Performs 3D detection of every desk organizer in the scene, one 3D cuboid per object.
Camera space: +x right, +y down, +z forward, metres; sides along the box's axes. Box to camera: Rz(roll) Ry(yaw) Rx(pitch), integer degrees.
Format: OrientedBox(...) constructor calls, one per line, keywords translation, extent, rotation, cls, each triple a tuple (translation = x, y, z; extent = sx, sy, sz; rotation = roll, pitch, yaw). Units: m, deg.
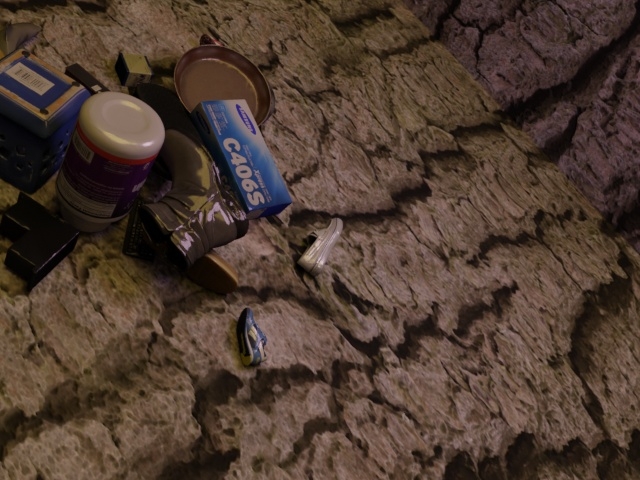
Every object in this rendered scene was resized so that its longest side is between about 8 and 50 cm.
OrientedBox(translation=(-0.639, -0.420, 1.833), extent=(0.130, 0.050, 0.047), rotation=(40, 40, 1), cls="desk organizer")

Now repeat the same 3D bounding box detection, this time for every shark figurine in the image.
OrientedBox(translation=(-0.799, -0.509, 1.752), extent=(0.166, 0.116, 0.278), rotation=(2, 51, -34), cls="shark figurine")

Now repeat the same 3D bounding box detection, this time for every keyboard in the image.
OrientedBox(translation=(-0.421, -0.024, 1.655), extent=(0.108, 0.023, 0.180), rotation=(19, 45, -23), cls="keyboard")

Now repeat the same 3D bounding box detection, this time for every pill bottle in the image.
OrientedBox(translation=(-0.482, -0.163, 1.504), extent=(0.181, 0.323, 0.181), rotation=(20, 44, -21), cls="pill bottle")

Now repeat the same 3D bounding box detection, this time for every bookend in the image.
OrientedBox(translation=(-0.632, 0.000, 1.437), extent=(0.156, 0.072, 0.157), rotation=(34, 41, -5), cls="bookend")

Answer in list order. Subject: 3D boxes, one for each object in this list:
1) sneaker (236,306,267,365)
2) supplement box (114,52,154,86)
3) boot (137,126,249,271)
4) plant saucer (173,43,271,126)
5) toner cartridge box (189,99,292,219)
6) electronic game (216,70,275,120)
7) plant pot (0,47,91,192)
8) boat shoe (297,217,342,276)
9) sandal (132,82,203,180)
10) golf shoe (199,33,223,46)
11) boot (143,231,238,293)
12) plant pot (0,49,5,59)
OrientedBox(translation=(-0.162, 0.229, 1.595), extent=(0.059, 0.053, 0.144), rotation=(7, 58, -31), cls="sneaker")
OrientedBox(translation=(-0.547, -0.499, 1.969), extent=(0.083, 0.056, 0.083), rotation=(-4, 56, -38), cls="supplement box")
OrientedBox(translation=(-0.335, -0.108, 1.558), extent=(0.223, 0.118, 0.338), rotation=(-29, 77, -42), cls="boot")
OrientedBox(translation=(-0.301, -0.455, 2.050), extent=(0.311, 0.050, 0.310), rotation=(11, 64, -24), cls="plant saucer")
OrientedBox(translation=(-0.225, -0.232, 1.899), extent=(0.165, 0.075, 0.347), rotation=(-15, 75, -45), cls="toner cartridge box")
OrientedBox(translation=(-0.251, -0.468, 2.143), extent=(0.229, 0.048, 0.229), rotation=(12, 63, -25), cls="electronic game")
OrientedBox(translation=(-0.688, -0.294, 1.558), extent=(0.236, 0.212, 0.236), rotation=(33, 42, -8), cls="plant pot")
OrientedBox(translation=(0.000, 0.000, 1.898), extent=(0.076, 0.083, 0.226), rotation=(33, 41, -9), cls="boat shoe")
OrientedBox(translation=(-0.422, -0.278, 1.843), extent=(0.168, 0.107, 0.445), rotation=(9, 36, -29), cls="sandal")
OrientedBox(translation=(-0.329, -0.607, 2.229), extent=(0.186, 0.067, 0.086), rotation=(53, 35, 1), cls="golf shoe")
OrientedBox(translation=(-0.292, -0.002, 1.679), extent=(0.262, 0.095, 0.203), rotation=(36, 34, -11), cls="boot")
OrientedBox(translation=(-0.847, -0.453, 1.691), extent=(0.083, 0.081, 0.081), rotation=(35, 39, -23), cls="plant pot")
